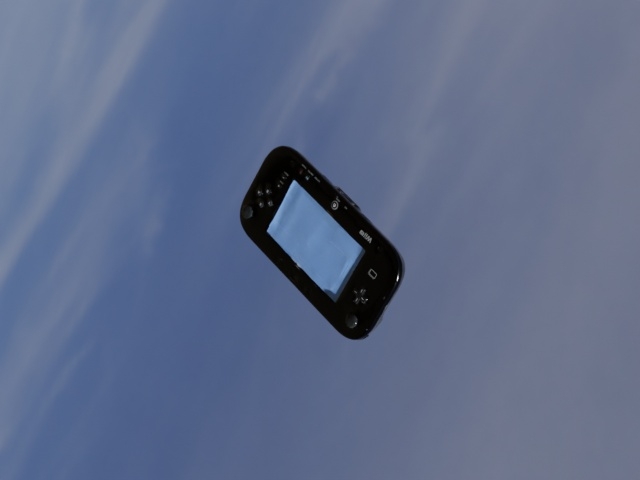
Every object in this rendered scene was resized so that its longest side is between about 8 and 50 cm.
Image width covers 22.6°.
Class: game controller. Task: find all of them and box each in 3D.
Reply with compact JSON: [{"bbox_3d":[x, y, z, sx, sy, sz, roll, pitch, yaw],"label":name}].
[{"bbox_3d":[0.000,0.000,2.403,0.319,0.067,0.166,45,-52,30],"label":"game controller"}]
